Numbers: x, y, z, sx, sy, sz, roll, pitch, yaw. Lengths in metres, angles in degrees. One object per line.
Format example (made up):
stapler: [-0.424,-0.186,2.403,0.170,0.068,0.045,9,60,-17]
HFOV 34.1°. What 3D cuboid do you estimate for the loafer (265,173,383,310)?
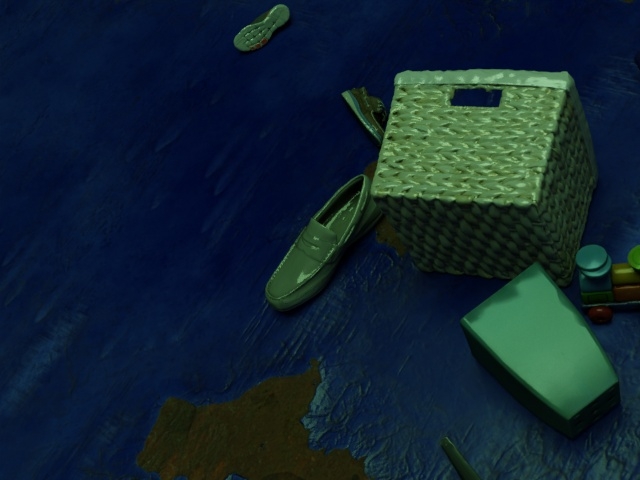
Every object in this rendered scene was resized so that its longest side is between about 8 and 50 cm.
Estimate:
loafer: [0.000,0.000,2.056,0.112,0.111,0.319,28,71,36]

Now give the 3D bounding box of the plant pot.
plant pot: [0.377,0.197,1.728,0.165,0.166,0.234,-36,58,-4]

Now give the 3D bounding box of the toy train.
toy train: [0.555,0.057,1.752,0.248,0.143,0.105,-6,55,20]

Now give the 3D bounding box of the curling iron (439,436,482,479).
curling iron: [0.257,0.429,1.687,0.068,0.035,0.274,-28,50,2]

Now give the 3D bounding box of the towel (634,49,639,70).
towel: [0.753,-0.279,1.960,0.227,0.076,0.308,-18,51,2]

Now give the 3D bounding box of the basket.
basket: [0.299,-0.108,1.874,0.328,0.331,0.266,5,65,27]

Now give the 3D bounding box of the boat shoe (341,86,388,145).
boat shoe: [0.106,-0.276,2.237,0.066,0.066,0.183,-30,50,-1]

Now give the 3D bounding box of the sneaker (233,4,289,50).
sneaker: [-0.144,-0.515,2.537,0.158,0.061,0.065,-35,23,-4]
